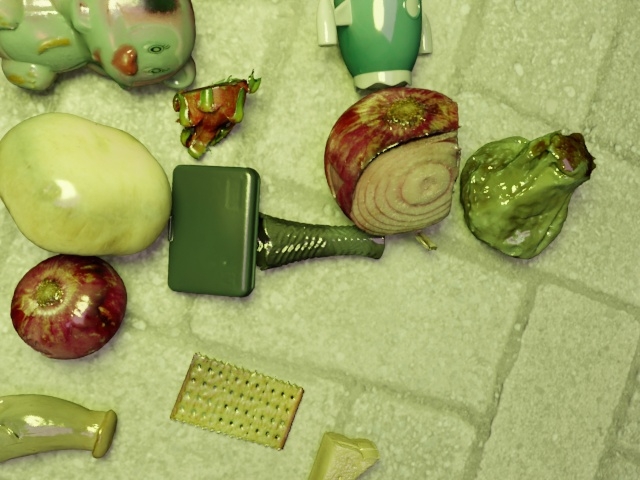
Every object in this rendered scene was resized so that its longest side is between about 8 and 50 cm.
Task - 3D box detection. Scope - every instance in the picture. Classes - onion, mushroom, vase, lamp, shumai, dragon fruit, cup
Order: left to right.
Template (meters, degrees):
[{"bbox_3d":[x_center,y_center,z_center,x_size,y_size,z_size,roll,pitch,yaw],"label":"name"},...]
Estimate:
[{"bbox_3d":[-0.475,0.314,0.884,0.246,0.096,0.108,5,66,-18],"label":"mushroom"},{"bbox_3d":[-0.409,0.106,0.863,0.177,0.153,0.177,0,90,-4],"label":"onion"},{"bbox_3d":[-0.381,-0.065,0.831,0.260,0.254,0.234,41,120,-9],"label":"mushroom"},{"bbox_3d":[-0.350,-0.361,0.838,0.300,0.247,0.248,-1,54,-4],"label":"lamp"},{"bbox_3d":[-0.191,-0.231,0.924,0.142,0.138,0.175,30,121,23],"label":"dragon fruit"},{"bbox_3d":[0.000,0.000,0.988,0.237,0.115,0.116,-2,94,-18],"label":"vase"},{"bbox_3d":[0.108,-0.367,0.966,0.299,0.167,0.173,-14,104,-40],"label":"cup"},{"bbox_3d":[0.129,-0.159,0.953,0.256,0.272,0.231,4,47,-22],"label":"onion"},{"bbox_3d":[0.411,-0.082,1.032,0.225,0.222,0.261,-5,99,-17],"label":"shumai"}]

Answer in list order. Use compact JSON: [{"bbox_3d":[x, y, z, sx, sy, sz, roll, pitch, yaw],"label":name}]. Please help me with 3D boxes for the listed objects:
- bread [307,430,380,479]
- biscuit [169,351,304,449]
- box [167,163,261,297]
[{"bbox_3d":[0.039,0.464,1.035,0.105,0.077,0.152,20,89,-14],"label":"bread"},{"bbox_3d":[-0.154,0.309,1.006,0.231,0.016,0.139,21,88,-15],"label":"biscuit"},{"bbox_3d":[-0.189,-0.018,0.935,0.160,0.050,0.231,4,93,10],"label":"box"}]
